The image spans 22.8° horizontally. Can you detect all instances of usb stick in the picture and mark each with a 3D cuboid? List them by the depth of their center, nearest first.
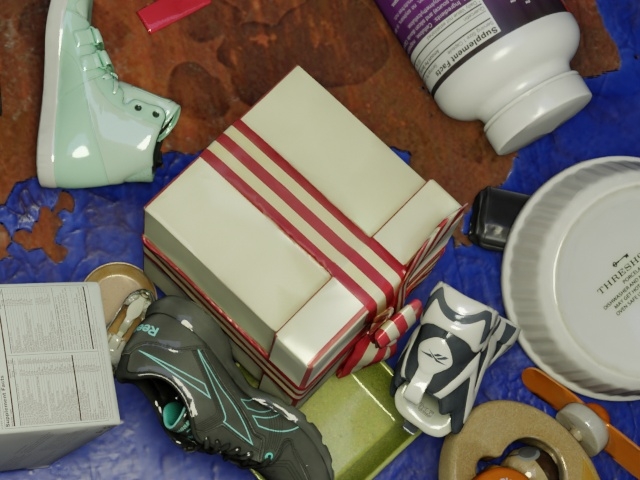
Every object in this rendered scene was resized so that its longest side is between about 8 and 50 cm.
[{"bbox_3d":[0.305,-0.001,1.799,0.278,0.045,0.077,12,65,-5],"label":"usb stick"}]

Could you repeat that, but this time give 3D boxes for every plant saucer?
[{"bbox_3d":[-0.010,0.185,1.689,0.188,0.045,0.188,-41,83,-18],"label":"plant saucer"},{"bbox_3d":[-0.218,0.065,1.708,0.083,0.015,0.083,3,73,-9],"label":"plant saucer"}]

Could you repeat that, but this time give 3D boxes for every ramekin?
[{"bbox_3d":[0.337,0.043,1.710,0.272,0.127,0.273,0,90,-6],"label":"ramekin"}]

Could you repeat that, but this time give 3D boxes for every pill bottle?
[{"bbox_3d":[0.169,-0.264,1.787,0.181,0.181,0.323,-28,79,-16],"label":"pill bottle"}]

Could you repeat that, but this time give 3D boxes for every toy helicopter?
[{"bbox_3d":[0.288,0.282,1.685,0.355,0.140,0.235,30,61,-10],"label":"toy helicopter"}]

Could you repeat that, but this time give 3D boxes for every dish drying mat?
[{"bbox_3d":[-0.169,-0.268,1.826,0.083,0.008,0.032,-30,80,-18],"label":"dish drying mat"}]

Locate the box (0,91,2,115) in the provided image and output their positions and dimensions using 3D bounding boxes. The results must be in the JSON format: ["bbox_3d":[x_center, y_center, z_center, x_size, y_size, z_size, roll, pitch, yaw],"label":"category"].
[{"bbox_3d":[-0.422,-0.226,1.631,0.165,0.270,0.143,-11,75,-12],"label":"box"}]

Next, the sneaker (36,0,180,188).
[{"bbox_3d":[-0.227,-0.180,1.741,0.151,0.094,0.256,2,82,-2],"label":"sneaker"}]

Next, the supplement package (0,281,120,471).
[{"bbox_3d":[-0.333,0.139,1.542,0.203,0.194,0.149,-1,71,-32],"label":"supplement package"}]

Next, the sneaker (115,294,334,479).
[{"bbox_3d":[-0.098,0.181,1.570,0.267,0.101,0.106,47,49,-11],"label":"sneaker"}]

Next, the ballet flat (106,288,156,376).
[{"bbox_3d":[-0.211,0.097,1.670,0.041,0.041,0.114,31,71,1],"label":"ballet flat"}]

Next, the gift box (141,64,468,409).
[{"bbox_3d":[0.000,0.000,1.591,0.258,0.255,0.276,44,78,8],"label":"gift box"}]

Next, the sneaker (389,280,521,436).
[{"bbox_3d":[0.132,0.133,1.653,0.094,0.235,0.153,30,89,9],"label":"sneaker"}]
